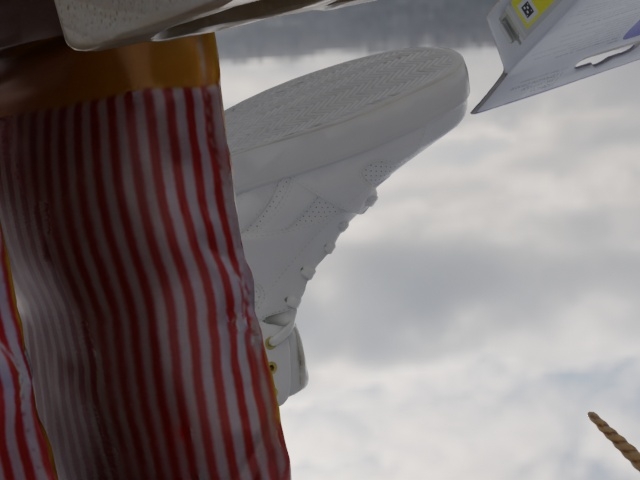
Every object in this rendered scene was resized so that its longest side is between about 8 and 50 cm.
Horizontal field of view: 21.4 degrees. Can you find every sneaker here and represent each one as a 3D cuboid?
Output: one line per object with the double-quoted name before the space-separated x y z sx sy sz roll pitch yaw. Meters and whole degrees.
"sneaker" -0.023 0.006 1.043 0.292 0.169 0.108 -25 -158 0

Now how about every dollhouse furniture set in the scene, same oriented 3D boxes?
"dollhouse furniture set" 0.000 0.000 0.360 0.374 0.201 0.152 -7 -171 45

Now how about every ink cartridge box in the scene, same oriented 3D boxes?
"ink cartridge box" 0.303 -0.246 1.517 0.304 0.072 0.307 -20 167 -33

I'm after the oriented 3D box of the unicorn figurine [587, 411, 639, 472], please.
"unicorn figurine" 0.133 0.113 0.496 0.162 0.060 0.111 -5 -137 48
